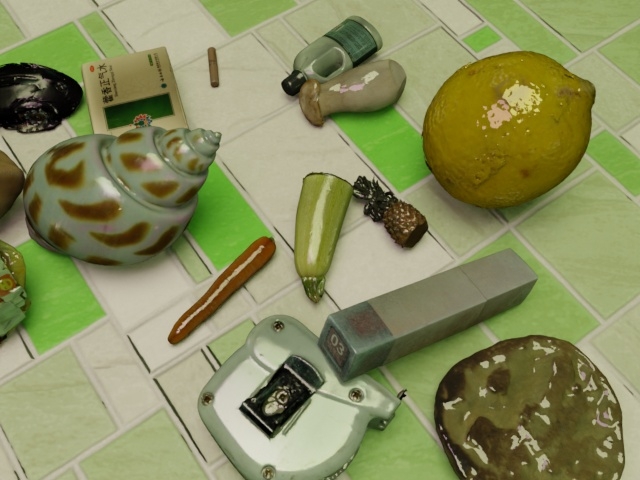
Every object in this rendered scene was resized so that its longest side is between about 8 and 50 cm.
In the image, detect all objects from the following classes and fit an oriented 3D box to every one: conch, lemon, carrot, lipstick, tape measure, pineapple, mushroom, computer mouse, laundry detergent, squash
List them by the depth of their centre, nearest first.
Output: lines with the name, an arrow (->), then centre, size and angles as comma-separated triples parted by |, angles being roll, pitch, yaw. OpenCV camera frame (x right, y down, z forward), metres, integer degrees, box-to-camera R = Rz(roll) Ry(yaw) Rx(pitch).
tape measure -> -0.037, 0.243, 1.026 | 0.243, 0.125, 0.246 | 35, 65, 17
lipstick -> 0.174, 0.105, 1.072 | 0.372, 0.076, 0.079 | -17, 53, -31
conch -> -0.328, -0.087, 1.146 | 0.368, 0.197, 0.249 | -32, 90, -5
carrot -> -0.163, 0.080, 1.162 | 0.043, 0.043, 0.248 | 38, 68, 18
lemon -> 0.315, -0.189, 1.181 | 0.258, 0.310, 0.257 | 18, 60, -35
squash -> 0.000, 0.000, 1.192 | 0.095, 0.094, 0.224 | 7, 68, 3
pineapple -> 0.117, -0.057, 1.231 | 0.074, 0.074, 0.159 | -36, 60, -19
computer mouse -> -0.579, -0.283, 1.335 | 0.242, 0.077, 0.146 | -6, 59, -4
mushroom -> 0.065, -0.285, 1.337 | 0.213, 0.097, 0.088 | -12, 73, -7
laundry detergent -> 0.014, -0.360, 1.392 | 0.226, 0.070, 0.099 | -40, 74, -21
lipstick -> -0.217, -0.351, 1.411 | 0.019, 0.019, 0.094 | -7, 62, -5

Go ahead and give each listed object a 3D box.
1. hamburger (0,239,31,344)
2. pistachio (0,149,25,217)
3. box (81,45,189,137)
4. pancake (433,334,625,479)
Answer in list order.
hamburger -> -0.556, 0.047, 1.091 | 0.214, 0.125, 0.235 | 12, 100, 3
pistachio -> -0.642, -0.082, 1.165 | 0.293, 0.181, 0.162 | -9, 84, -4
box -> -0.343, -0.243, 1.308 | 0.168, 0.095, 0.211 | -16, 62, -7
pancake -> 0.316, 0.279, 1.057 | 0.295, 0.049, 0.294 | 2, 59, -3
